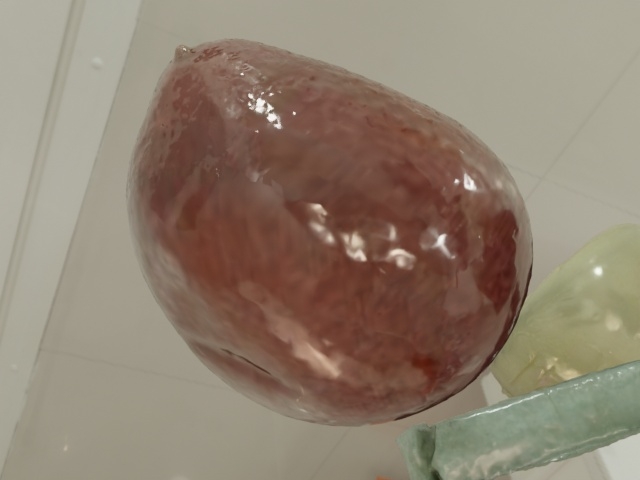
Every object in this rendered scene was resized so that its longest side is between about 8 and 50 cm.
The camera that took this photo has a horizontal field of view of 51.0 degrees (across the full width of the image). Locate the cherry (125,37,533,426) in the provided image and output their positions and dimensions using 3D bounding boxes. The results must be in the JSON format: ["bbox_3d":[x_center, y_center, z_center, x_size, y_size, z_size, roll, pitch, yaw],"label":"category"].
[{"bbox_3d":[0.000,0.000,0.454,0.307,0.261,0.221,48,50,-34],"label":"cherry"}]

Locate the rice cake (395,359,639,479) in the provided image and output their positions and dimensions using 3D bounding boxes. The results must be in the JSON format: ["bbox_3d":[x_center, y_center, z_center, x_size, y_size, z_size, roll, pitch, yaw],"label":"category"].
[{"bbox_3d":[0.236,0.157,0.604,0.336,0.063,0.066,-14,67,-4],"label":"rice cake"}]

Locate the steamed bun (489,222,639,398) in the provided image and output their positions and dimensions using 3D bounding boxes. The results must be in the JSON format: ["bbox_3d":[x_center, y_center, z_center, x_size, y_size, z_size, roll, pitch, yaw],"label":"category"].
[{"bbox_3d":[0.446,0.143,1.051,0.333,0.312,0.233,-40,71,-12],"label":"steamed bun"}]
